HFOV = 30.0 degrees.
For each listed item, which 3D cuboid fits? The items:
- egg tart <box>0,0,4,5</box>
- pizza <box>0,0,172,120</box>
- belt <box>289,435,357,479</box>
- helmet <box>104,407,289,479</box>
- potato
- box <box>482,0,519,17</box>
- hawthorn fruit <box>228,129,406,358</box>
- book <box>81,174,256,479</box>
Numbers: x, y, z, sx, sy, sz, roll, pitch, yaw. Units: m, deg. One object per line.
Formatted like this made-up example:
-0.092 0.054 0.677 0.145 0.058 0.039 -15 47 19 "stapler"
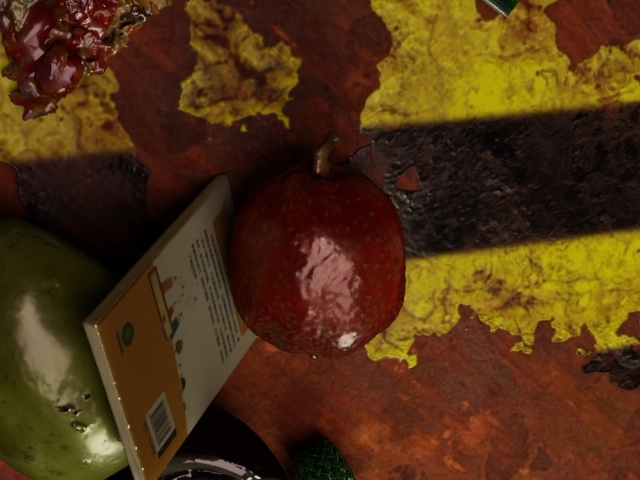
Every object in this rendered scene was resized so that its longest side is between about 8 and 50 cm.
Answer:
-0.371 -0.291 1.055 0.234 0.094 0.234 -3 108 -10 "egg tart"
-0.251 -0.203 1.182 0.201 0.053 0.193 2 113 -22 "pizza"
0.012 0.323 1.493 0.079 0.121 0.151 -31 126 -7 "belt"
-0.140 0.322 1.403 0.225 0.177 0.305 -22 124 -4 "helmet"
-0.282 0.118 1.238 0.216 0.216 0.304 -29 111 -6 "potato"
0.222 -0.375 1.293 0.132 0.034 0.235 28 101 -30 "box"
0.000 0.000 1.299 0.205 0.205 0.253 -3 108 -20 "hawthorn fruit"
-0.142 0.089 1.256 0.020 0.295 0.208 2 121 24 "book"
